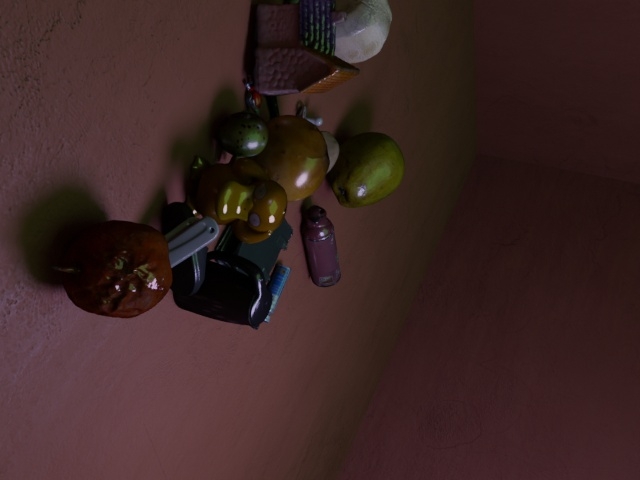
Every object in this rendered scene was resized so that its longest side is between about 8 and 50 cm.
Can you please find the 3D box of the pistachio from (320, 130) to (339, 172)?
[{"bbox_3d":[-0.029,-0.249,1.983,0.223,0.126,0.152,-52,144,-21],"label":"pistachio"}]

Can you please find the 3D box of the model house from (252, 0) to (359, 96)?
[{"bbox_3d":[-0.028,-0.495,1.664,0.202,0.238,0.236,-17,111,-67],"label":"model house"}]

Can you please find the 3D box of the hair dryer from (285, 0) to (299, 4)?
[{"bbox_3d":[-0.089,-0.677,1.714,0.124,0.038,0.063,42,64,-56],"label":"hair dryer"}]

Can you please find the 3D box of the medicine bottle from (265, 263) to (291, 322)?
[{"bbox_3d":[-0.151,0.169,2.055,0.191,0.051,0.051,-67,155,-16],"label":"medicine bottle"}]

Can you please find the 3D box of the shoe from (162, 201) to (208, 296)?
[{"bbox_3d":[-0.314,0.017,1.540,0.093,0.108,0.241,-32,129,-52],"label":"shoe"}]

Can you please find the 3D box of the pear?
[{"bbox_3d":[0.160,-0.246,2.251,0.307,0.253,0.252,-43,143,-29],"label":"pear"}]

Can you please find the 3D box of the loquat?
[{"bbox_3d":[-0.089,-0.220,1.741,0.235,0.235,0.235,-44,142,-49],"label":"loquat"}]

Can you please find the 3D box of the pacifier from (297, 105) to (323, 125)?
[{"bbox_3d":[-0.031,-0.370,1.966,0.081,0.078,0.099,-80,165,-45],"label":"pacifier"}]

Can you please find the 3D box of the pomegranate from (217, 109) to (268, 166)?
[{"bbox_3d":[-0.195,-0.251,1.622,0.129,0.129,0.159,-53,159,-40],"label":"pomegranate"}]

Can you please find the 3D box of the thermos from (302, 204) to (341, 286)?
[{"bbox_3d":[0.006,0.004,2.225,0.136,0.110,0.330,-55,149,-37],"label":"thermos"}]

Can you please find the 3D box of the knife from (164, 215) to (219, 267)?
[{"bbox_3d":[-0.346,0.028,1.430,0.266,0.041,0.073,-36,106,-16],"label":"knife"}]

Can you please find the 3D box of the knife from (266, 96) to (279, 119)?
[{"bbox_3d":[-0.135,-0.317,1.841,0.072,0.019,0.245,-55,151,-35],"label":"knife"}]

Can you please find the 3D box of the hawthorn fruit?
[{"bbox_3d":[-0.419,0.057,1.235,0.243,0.207,0.207,2,102,-57],"label":"hawthorn fruit"}]

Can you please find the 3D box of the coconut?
[{"bbox_3d":[0.091,-0.651,1.877,0.247,0.245,0.244,37,71,-66],"label":"coconut"}]

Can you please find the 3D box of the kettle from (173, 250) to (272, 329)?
[{"bbox_3d":[-0.235,0.116,1.616,0.144,0.232,0.202,-38,136,-55],"label":"kettle"}]

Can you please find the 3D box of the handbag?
[{"bbox_3d":[-0.185,0.013,1.855,0.247,0.079,0.260,-65,155,-20],"label":"handbag"}]

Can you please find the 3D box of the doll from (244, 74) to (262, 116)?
[{"bbox_3d":[-0.176,-0.381,1.689,0.057,0.039,0.114,-72,161,-71],"label":"doll"}]

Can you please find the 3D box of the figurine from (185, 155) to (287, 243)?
[{"bbox_3d":[-0.204,-0.103,1.557,0.215,0.228,0.215,-15,114,-37],"label":"figurine"}]
